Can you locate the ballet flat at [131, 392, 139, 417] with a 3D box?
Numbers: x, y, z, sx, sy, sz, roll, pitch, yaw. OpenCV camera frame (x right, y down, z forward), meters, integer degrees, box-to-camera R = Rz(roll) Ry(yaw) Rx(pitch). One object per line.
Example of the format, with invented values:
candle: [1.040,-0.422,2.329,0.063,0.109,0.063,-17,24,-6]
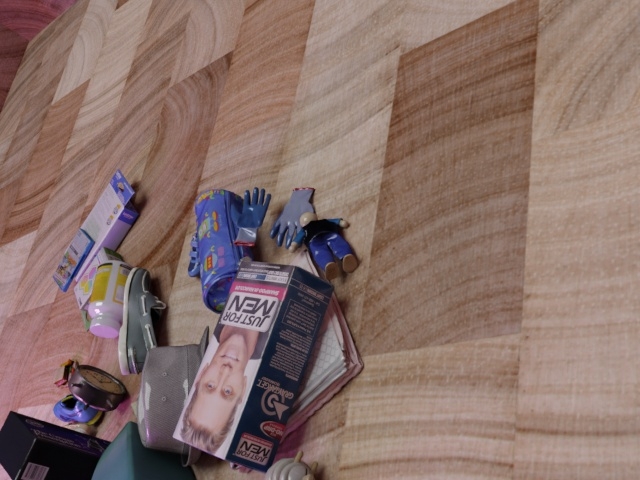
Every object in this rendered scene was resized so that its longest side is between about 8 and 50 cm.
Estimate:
ballet flat: [-0.362,0.326,1.768,0.168,0.057,0.052,-46,67,17]

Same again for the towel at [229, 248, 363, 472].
towel: [-0.088,0.222,1.527,0.332,0.053,0.317,-45,38,18]

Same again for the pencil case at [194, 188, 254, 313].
pencil case: [-0.204,0.016,1.748,0.133,0.119,0.306,-56,32,34]

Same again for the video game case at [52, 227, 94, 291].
video game case: [-0.714,0.055,2.323,0.119,0.015,0.166,32,93,53]

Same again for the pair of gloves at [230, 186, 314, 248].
pair of gloves: [-0.101,-0.049,1.689,0.198,0.023,0.159,-1,52,16]

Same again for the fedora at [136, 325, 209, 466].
fedora: [-0.292,0.301,1.576,0.244,0.124,0.276,121,152,-61]

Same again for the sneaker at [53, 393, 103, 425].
sneaker: [-0.617,0.405,1.993,0.209,0.082,0.069,-7,44,48]

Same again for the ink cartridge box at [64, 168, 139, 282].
ink cartridge box: [-0.626,-0.038,2.341,0.311,0.065,0.186,-57,37,9]

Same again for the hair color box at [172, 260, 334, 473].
hair color box: [-0.119,0.216,1.435,0.173,0.105,0.348,2,68,50]

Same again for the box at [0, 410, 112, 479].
box: [-0.536,0.468,1.709,0.184,0.261,0.103,10,73,52]

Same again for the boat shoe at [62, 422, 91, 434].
boat shoe: [-0.611,0.478,1.973,0.170,0.063,0.059,-13,33,46]

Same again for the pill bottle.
pill bottle: [-0.536,0.151,2.066,0.103,0.103,0.184,-26,47,38]

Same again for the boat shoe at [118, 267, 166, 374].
boat shoe: [-0.419,0.188,1.935,0.098,0.116,0.320,-5,41,-2]

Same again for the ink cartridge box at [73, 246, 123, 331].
ink cartridge box: [-0.618,0.133,2.211,0.209,0.062,0.109,-53,37,10]

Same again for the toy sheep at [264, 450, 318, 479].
toy sheep: [-0.048,0.398,1.328,0.132,0.091,0.091,-44,34,50]

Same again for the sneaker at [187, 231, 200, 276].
sneaker: [-0.285,0.016,1.898,0.053,0.059,0.144,9,74,50]

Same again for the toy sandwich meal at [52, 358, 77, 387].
toy sandwich meal: [-0.685,0.355,2.163,0.085,0.029,0.086,-29,46,35]

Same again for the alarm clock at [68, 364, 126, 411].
alarm clock: [-0.528,0.347,1.912,0.064,0.129,0.192,-59,7,6]

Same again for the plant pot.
plant pot: [-0.351,0.481,1.576,0.165,0.165,0.234,-50,29,13]

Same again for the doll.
doll: [0.000,0.000,1.558,0.129,0.046,0.189,-23,39,-7]
